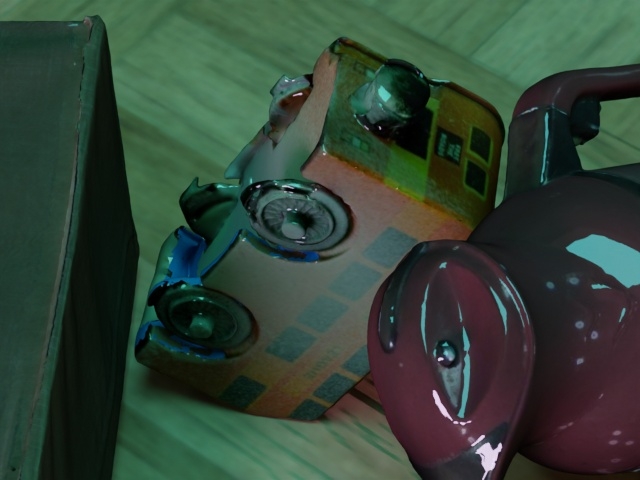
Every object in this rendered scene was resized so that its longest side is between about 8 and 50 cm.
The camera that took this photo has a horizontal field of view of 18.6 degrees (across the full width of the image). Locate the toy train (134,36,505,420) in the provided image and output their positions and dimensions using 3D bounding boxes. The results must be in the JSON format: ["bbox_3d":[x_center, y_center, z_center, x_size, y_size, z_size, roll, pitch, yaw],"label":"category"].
[{"bbox_3d":[0.000,0.000,0.783,0.099,0.188,0.072,29,47,-16],"label":"toy train"}]

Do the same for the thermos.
[{"bbox_3d":[0.149,0.007,0.731,0.330,0.136,0.109,-10,22,-40],"label":"thermos"}]

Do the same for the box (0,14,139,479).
[{"bbox_3d":[-0.158,0.045,0.753,0.149,0.155,0.231,1,51,2],"label":"box"}]
